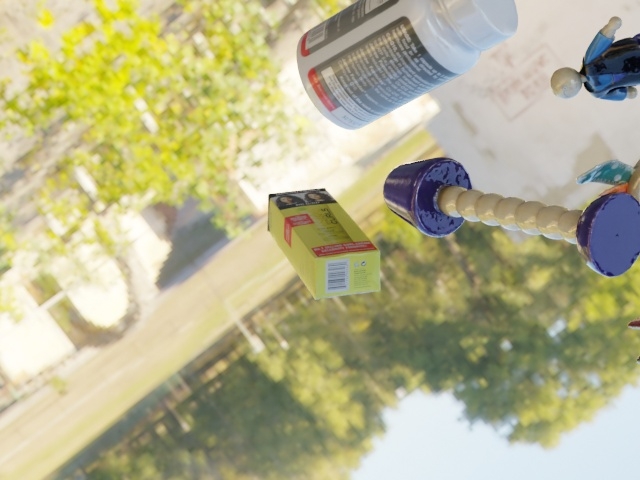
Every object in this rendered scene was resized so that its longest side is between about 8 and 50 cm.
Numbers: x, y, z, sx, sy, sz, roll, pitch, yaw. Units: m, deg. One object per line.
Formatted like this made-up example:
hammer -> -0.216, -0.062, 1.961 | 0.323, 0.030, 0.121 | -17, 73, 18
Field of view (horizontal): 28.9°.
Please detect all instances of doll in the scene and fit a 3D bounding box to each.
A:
doll -> 0.352, -0.205, 1.413 | 0.189, 0.129, 0.046 | -16, -132, 19

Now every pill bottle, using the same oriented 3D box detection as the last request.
pill bottle -> 0.119, -0.278, 1.716 | 0.283, 0.161, 0.161 | -25, -175, 34

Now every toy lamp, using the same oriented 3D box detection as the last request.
toy lamp -> 0.160, -0.029, 1.115 | 0.080, 0.080, 0.275 | -36, -151, -28

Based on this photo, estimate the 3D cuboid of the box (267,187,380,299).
box -> 0.000, 0.000, 1.571 | 0.087, 0.058, 0.232 | -6, -156, -14

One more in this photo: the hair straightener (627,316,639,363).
hair straightener -> 0.396, 0.117, 1.257 | 0.047, 0.089, 0.230 | -11, 179, -22

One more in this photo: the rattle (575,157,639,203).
rattle -> 0.304, -0.080, 1.115 | 0.200, 0.130, 0.142 | -31, -146, 6
